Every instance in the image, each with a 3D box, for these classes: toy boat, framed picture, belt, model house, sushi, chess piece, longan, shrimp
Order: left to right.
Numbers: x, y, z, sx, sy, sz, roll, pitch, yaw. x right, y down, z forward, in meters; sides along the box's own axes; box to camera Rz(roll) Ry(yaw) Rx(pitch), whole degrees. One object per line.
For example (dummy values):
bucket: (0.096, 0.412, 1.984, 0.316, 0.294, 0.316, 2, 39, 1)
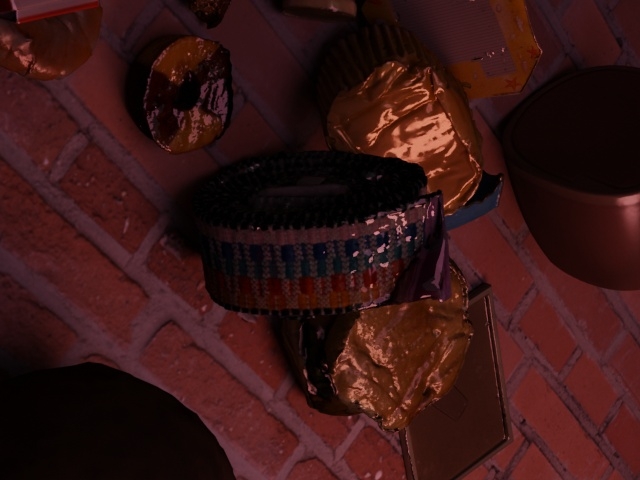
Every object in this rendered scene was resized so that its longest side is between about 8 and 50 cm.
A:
shrimp: (-0.330, -0.266, 1.560, 0.287, 0.063, 0.152, 30, 82, -47)
longan: (-0.258, 0.330, 1.632, 0.391, 0.391, 0.391, -17, 116, -38)
sushi: (-0.132, -0.291, 1.735, 0.060, 0.061, 0.118, -54, 136, -30)
belt: (0.000, 0.000, 1.826, 0.295, 0.207, 0.160, -5, 117, 1)
chess piece: (0.009, -0.367, 1.833, 0.090, 0.090, 0.200, 7, 90, -44)
toy boat: (0.167, -0.060, 2.088, 0.185, 0.075, 0.077, -23, 123, -30)
framed picture: (0.195, 0.233, 2.263, 0.211, 0.020, 0.289, -31, 125, -31)
model house: (0.179, -0.299, 1.975, 0.136, 0.207, 0.219, -81, 149, -44)

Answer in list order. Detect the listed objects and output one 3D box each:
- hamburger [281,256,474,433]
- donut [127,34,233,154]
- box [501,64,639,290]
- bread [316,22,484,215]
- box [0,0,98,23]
hamburger: (0.074, 0.113, 2.030, 0.265, 0.134, 0.285, -39, 135, -29)
donut: (-0.161, -0.170, 1.755, 0.140, 0.059, 0.140, -18, 118, -38)
box: (0.425, -0.081, 2.174, 0.301, 0.301, 0.216, -40, 133, -25)
bread: (0.101, -0.149, 1.928, 0.179, 0.133, 0.250, -34, 121, 10)
box: (-0.299, -0.335, 1.521, 0.123, 0.050, 0.229, -23, 106, -47)
